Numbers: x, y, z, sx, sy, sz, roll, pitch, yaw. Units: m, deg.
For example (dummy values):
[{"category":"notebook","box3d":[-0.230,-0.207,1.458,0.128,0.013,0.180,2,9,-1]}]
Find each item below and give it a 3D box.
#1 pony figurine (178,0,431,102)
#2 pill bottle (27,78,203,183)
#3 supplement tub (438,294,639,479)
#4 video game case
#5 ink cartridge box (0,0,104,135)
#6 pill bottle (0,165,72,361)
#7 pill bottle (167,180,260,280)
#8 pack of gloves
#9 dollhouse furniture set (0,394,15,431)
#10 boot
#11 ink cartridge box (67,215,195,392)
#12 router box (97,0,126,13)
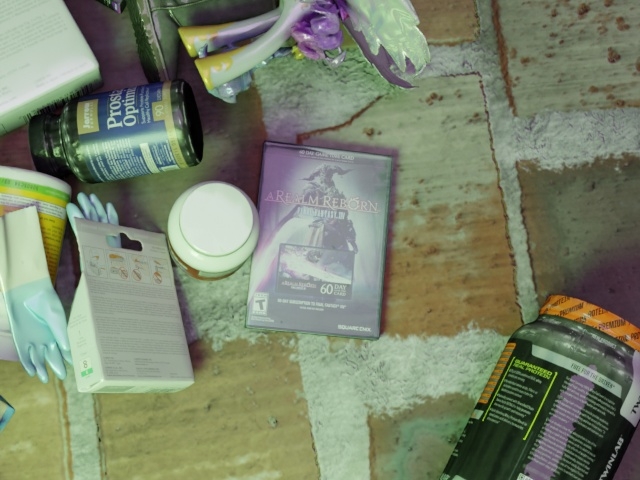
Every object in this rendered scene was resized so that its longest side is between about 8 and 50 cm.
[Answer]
[{"category":"pony figurine","box3d":[-0.016,-0.337,1.325,0.363,0.303,0.351,-25,93,-4]},{"category":"pill bottle","box3d":[-0.279,-0.145,1.344,0.219,0.123,0.123,-10,84,3]},{"category":"supplement tub","box3d":[0.315,0.259,1.349,0.207,0.207,0.338,30,80,-4]},{"category":"video game case","box3d":[0.000,0.000,1.427,0.196,0.026,0.274,6,83,-8]},{"category":"ink cartridge box","box3d":[-0.529,-0.321,1.360,0.308,0.091,0.385,-29,85,-12]},{"category":"pill bottle","box3d":[-0.419,0.033,1.302,0.136,0.136,0.246,9,81,-7]},{"category":"pill bottle","box3d":[-0.144,-0.013,1.309,0.121,0.216,0.121,1,82,-9]},{"category":"pack of gloves","box3d":[-0.318,0.060,1.277,0.195,0.046,0.232,-24,108,-43]},{"category":"dollhouse furniture set","box3d":[-0.565,0.180,1.138,0.286,0.303,0.198,41,76,-39]},{"category":"boot","box3d":[-0.165,-0.318,1.424,0.208,0.076,0.190,-18,107,-26]},{"category":"ink cartridge box","box3d":[-0.262,0.091,1.311,0.056,0.181,0.225,-26,69,27]},{"category":"router box","box3d":[-0.304,-0.441,1.426,0.133,0.046,0.179,31,80,-4]}]
